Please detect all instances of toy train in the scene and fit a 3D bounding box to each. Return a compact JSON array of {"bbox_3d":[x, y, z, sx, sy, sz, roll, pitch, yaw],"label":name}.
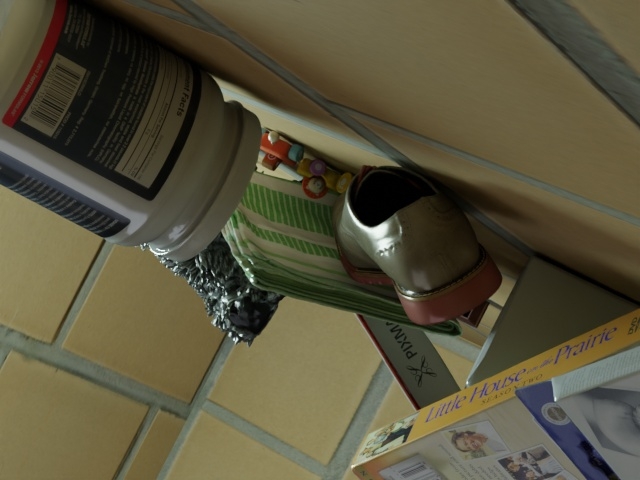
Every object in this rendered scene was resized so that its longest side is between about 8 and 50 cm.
[{"bbox_3d":[0.002,-0.065,1.930,0.166,0.046,0.125,26,177,18],"label":"toy train"}]

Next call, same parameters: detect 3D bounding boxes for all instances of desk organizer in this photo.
[{"bbox_3d":[0.195,0.087,2.741,0.130,0.047,0.050,25,174,26],"label":"desk organizer"}]

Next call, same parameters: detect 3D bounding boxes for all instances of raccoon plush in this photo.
[{"bbox_3d":[-0.180,-0.007,2.282,0.299,0.216,0.446,32,156,-4],"label":"raccoon plush"}]

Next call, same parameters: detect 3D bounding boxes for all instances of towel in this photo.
[{"bbox_3d":[0.000,0.000,1.903,0.248,0.038,0.325,16,-163,-20],"label":"towel"}]

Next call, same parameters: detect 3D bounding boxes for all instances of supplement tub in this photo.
[{"bbox_3d":[-0.213,-0.112,1.663,0.272,0.191,0.191,29,176,-24],"label":"supplement tub"}]

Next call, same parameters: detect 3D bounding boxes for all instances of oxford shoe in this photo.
[{"bbox_3d":[0.076,-0.027,1.701,0.130,0.123,0.348,62,170,-18],"label":"oxford shoe"}]

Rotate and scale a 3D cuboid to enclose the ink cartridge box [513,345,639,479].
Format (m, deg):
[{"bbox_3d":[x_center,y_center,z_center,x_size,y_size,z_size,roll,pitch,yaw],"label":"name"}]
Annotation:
[{"bbox_3d":[0.319,0.195,1.595,0.224,0.045,0.223,-25,114,39],"label":"ink cartridge box"}]

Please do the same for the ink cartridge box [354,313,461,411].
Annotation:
[{"bbox_3d":[0.100,0.127,2.014,0.275,0.060,0.239,57,180,8],"label":"ink cartridge box"}]

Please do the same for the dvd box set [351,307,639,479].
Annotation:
[{"bbox_3d":[0.275,0.246,1.737,0.307,0.062,0.420,45,133,-15],"label":"dvd box set"}]

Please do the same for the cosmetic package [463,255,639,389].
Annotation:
[{"bbox_3d":[0.296,0.154,1.984,0.230,0.161,0.453,26,177,6],"label":"cosmetic package"}]
